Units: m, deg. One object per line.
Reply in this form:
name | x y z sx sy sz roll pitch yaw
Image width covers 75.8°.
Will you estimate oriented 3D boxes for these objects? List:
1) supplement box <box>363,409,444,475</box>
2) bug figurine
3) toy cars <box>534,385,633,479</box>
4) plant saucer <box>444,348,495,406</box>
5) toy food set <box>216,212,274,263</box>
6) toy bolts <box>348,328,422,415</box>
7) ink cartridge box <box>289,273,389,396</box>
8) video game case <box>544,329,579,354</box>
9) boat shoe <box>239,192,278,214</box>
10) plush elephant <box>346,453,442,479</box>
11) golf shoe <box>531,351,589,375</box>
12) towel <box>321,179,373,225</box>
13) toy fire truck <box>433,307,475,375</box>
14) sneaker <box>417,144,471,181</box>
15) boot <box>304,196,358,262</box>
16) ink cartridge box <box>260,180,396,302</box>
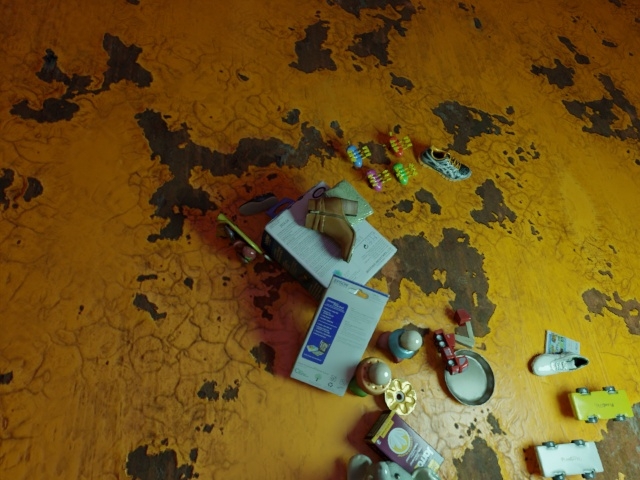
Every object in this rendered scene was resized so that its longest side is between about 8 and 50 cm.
supplement box | 0.226 0.571 1.125 0.188 0.081 0.104 41 64 7
bug figurine | 0.225 -0.292 1.526 0.279 0.072 0.216 -17 77 -24
toy cars | 0.786 0.580 1.251 0.393 0.087 0.176 -40 75 -22
plant saucer | 0.457 0.425 1.275 0.168 0.029 0.168 4 65 -10
toy food set | -0.248 0.014 1.259 0.218 0.128 0.071 43 85 3
toy bolts | 0.225 0.364 1.170 0.218 0.158 0.228 36 61 0
ink cartridge box | 0.050 0.255 1.133 0.165 0.065 0.333 23 105 -2
video game case | 0.819 0.366 1.393 0.122 0.011 0.087 22 64 -2
boat shoe | -0.209 -0.122 1.368 0.133 0.049 0.042 -21 44 -14
plush elephant | 0.160 0.640 0.968 0.272 0.330 0.255 -7 55 13
golf shoe | 0.770 0.394 1.321 0.176 0.086 0.069 -11 80 -9
towel | 0.086 -0.118 1.278 0.110 0.027 0.148 -35 76 -26
toy fire truck | 0.428 0.314 1.282 0.135 0.047 0.192 -13 48 -5
sneaker | 0.485 -0.297 1.582 0.215 0.083 0.084 20 62 -5
boot | 0.029 -0.032 1.206 0.152 0.073 0.197 4 74 1
ink cartridge box | 0.000 0.000 1.297 0.395 0.151 0.270 44 63 8
